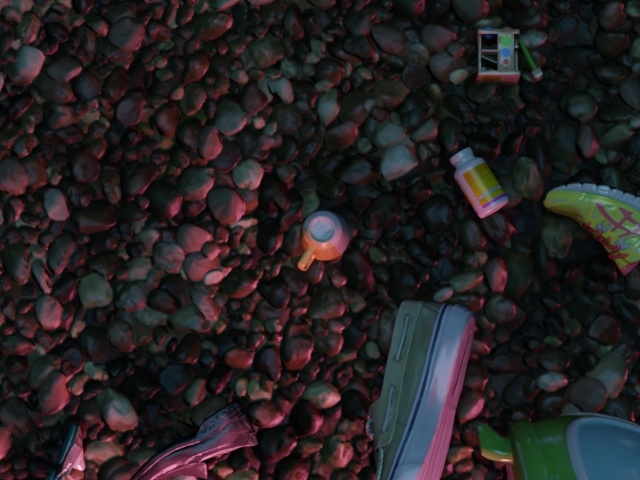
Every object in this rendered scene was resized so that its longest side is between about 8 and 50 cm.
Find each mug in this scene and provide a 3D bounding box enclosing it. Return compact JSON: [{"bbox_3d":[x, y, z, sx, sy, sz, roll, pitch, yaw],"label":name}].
[{"bbox_3d":[0.004,-0.002,1.649,0.062,0.064,0.078,0,83,3],"label":"mug"}]

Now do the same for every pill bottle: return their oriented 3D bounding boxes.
[{"bbox_3d":[0.193,-0.072,1.655,0.043,0.043,0.083,-31,83,0],"label":"pill bottle"}]

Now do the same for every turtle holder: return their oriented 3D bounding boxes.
[{"bbox_3d":[0.304,0.325,1.468,0.227,0.320,0.243,-8,105,1],"label":"turtle holder"}]

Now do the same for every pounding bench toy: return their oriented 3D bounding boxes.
[{"bbox_3d":[0.235,-0.231,1.667,0.083,0.052,0.065,1,83,4],"label":"pounding bench toy"}]

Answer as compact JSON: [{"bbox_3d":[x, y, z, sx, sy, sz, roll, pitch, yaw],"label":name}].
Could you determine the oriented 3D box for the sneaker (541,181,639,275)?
[{"bbox_3d":[0.363,-0.009,1.618,0.208,0.081,0.094,18,87,5],"label":"sneaker"}]

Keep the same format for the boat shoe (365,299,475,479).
[{"bbox_3d":[0.105,0.216,1.608,0.094,0.109,0.302,13,75,20],"label":"boat shoe"}]

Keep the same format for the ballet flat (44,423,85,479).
[{"bbox_3d":[-0.313,0.282,1.653,0.041,0.041,0.114,26,86,6],"label":"ballet flat"}]

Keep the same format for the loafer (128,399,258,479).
[{"bbox_3d":[-0.155,0.264,1.630,0.170,0.062,0.061,-34,87,1],"label":"loafer"}]
